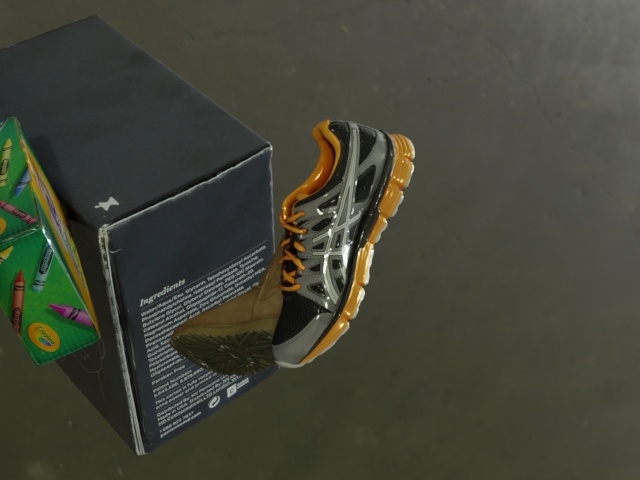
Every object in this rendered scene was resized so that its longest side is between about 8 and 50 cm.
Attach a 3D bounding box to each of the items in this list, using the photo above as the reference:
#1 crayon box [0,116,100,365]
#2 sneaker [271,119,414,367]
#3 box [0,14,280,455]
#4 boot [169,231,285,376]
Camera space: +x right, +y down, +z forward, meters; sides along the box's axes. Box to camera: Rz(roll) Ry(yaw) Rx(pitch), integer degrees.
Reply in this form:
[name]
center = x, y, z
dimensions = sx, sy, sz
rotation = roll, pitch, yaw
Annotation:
[crayon box]
center = -0.341, -0.006, 1.218
dimensions = 0.081, 0.278, 0.165
rotation = -23, 127, -8
[sneaker]
center = 0.000, 0.000, 0.866
dimensions = 0.083, 0.084, 0.215
rotation = 24, 81, -22
[box]
center = -0.320, -0.017, 1.657
dimensions = 0.297, 0.480, 0.472
rotation = -30, 140, -28
[boot]
center = -0.043, 0.030, 1.280
dimensions = 0.089, 0.236, 0.270
rotation = 48, 52, -31
